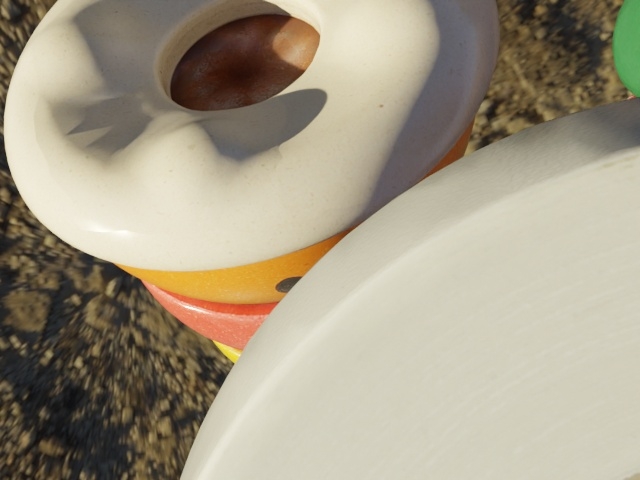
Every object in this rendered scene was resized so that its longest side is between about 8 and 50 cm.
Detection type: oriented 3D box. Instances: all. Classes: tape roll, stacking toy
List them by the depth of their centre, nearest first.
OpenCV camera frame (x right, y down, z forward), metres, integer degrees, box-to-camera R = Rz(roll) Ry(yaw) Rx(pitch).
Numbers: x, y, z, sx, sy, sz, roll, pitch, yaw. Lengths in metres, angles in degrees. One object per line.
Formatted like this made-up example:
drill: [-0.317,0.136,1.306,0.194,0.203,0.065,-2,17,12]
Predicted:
tape roll: [0.135,0.147,0.443,0.392,0.072,0.392,0,105,0]
stacking toy: [0.000,0.000,1.074,0.350,0.480,0.351,-10,49,12]

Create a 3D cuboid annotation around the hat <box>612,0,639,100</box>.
hat: [0.146,-0.100,0.625,0.183,0.173,0.209,1,66,31]
